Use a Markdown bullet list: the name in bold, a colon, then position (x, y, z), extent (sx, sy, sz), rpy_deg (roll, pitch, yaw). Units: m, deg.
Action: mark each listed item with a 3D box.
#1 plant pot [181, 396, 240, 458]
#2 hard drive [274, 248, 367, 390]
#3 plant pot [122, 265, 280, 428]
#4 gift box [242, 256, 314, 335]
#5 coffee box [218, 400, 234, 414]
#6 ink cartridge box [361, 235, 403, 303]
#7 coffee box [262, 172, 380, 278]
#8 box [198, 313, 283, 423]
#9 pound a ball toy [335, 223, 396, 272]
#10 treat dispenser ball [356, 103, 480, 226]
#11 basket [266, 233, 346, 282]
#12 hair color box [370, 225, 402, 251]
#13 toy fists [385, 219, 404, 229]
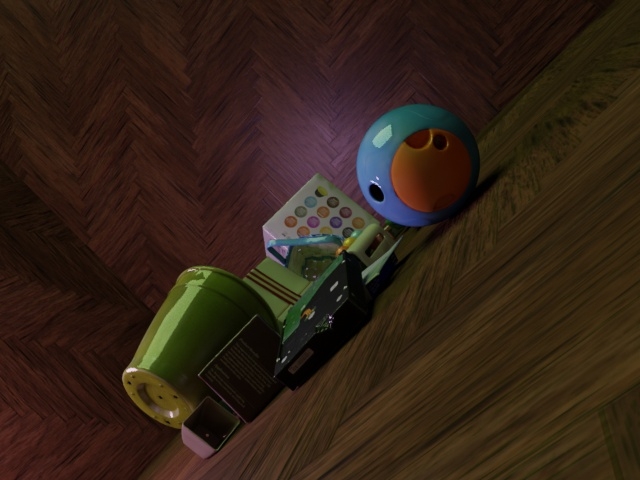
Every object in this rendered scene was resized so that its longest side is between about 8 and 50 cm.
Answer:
- **plant pot**: position (-0.287, 0.485, 1.491), extent (0.109, 0.109, 0.096), rpy_deg (-44, -14, -53)
- **hard drive**: position (0.003, 0.167, 1.340), extent (0.237, 0.064, 0.339), rpy_deg (-48, 11, 12)
- **plant pot**: position (-0.358, 0.322, 1.676), extent (0.366, 0.366, 0.353), rpy_deg (-46, 6, 45)
- **gift box**: position (-0.150, 0.250, 1.965), extent (0.255, 0.258, 0.276), rpy_deg (-47, -19, -44)
- **coffee box**: position (-0.358, 0.500, 1.799), extent (0.040, 0.184, 0.113), rpy_deg (-54, -1, 12)
- **ink cartridge box**: position (0.118, 0.109, 1.469), extent (0.224, 0.045, 0.223), rpy_deg (-45, 1, 34)
- **coffee box**: position (0.000, 0.000, 2.421), extent (0.334, 0.337, 0.338), rpy_deg (-46, -14, -18)
- **box**: position (-0.168, 0.311, 1.464), extent (0.203, 0.168, 0.167), rpy_deg (-45, -2, -9)
- **pound a ball toy**: position (0.094, 0.078, 1.863), extent (0.208, 0.136, 0.319), rpy_deg (-46, -1, 28)
- **treat dispenser ball**: position (0.229, -0.176, 1.394), extent (0.288, 0.288, 0.288), rpy_deg (-45, -1, -1)
- **basket**: position (-0.025, 0.065, 2.039), extent (0.289, 0.254, 0.201), rpy_deg (53, -141, -61)
- **hair color box**: position (0.259, -0.024, 2.285), extent (0.093, 0.053, 0.167), rpy_deg (-44, 0, -30)
- **toy fists**: position (0.343, -0.137, 2.145), extent (0.279, 0.096, 0.142), rpy_deg (-43, 8, -33)
